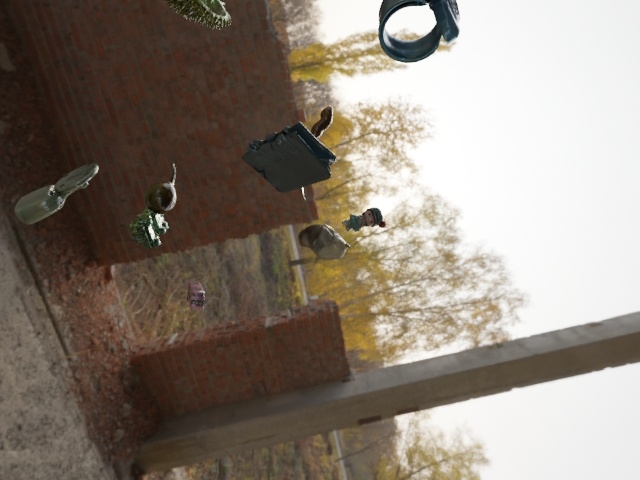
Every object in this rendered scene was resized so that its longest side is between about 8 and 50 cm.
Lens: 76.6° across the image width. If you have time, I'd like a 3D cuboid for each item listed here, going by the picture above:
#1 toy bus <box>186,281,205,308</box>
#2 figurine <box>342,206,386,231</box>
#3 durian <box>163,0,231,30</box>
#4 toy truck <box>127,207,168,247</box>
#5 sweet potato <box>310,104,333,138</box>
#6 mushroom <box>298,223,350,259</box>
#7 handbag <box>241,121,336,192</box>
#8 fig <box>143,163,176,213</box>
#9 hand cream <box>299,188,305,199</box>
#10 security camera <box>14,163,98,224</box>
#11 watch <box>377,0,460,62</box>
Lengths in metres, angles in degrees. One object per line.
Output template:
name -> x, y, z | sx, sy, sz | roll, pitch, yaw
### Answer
toy bus -> -0.574, 0.251, 1.862 | 0.203, 0.063, 0.090 | -154, -108, -64
figurine -> 0.111, -0.047, 1.025 | 0.047, 0.105, 0.060 | -15, 88, -71
durian -> -0.463, -0.910, 1.507 | 0.355, 0.157, 0.170 | 14, 92, -59
toy truck -> -0.743, -0.057, 1.722 | 0.260, 0.135, 0.129 | -119, -164, -61
sweet potato -> 0.007, -0.500, 1.744 | 0.219, 0.065, 0.051 | -63, 152, -23
mushroom -> 0.001, -0.002, 1.394 | 0.110, 0.097, 0.351 | -65, -161, 1
handbag -> -0.088, -0.219, 1.076 | 0.179, 0.229, 0.062 | 41, 57, -32
fig -> -0.633, -0.218, 1.668 | 0.124, 0.124, 0.237 | 80, 24, -60
hand cream -> -0.096, -0.276, 1.585 | 0.086, 0.055, 0.235 | 72, 0, -79
security camera -> -0.885, -0.163, 1.387 | 0.157, 0.301, 0.080 | 51, -10, 53
watch -> 0.233, -0.555, 1.004 | 0.210, 0.193, 0.211 | 28, 53, -45
